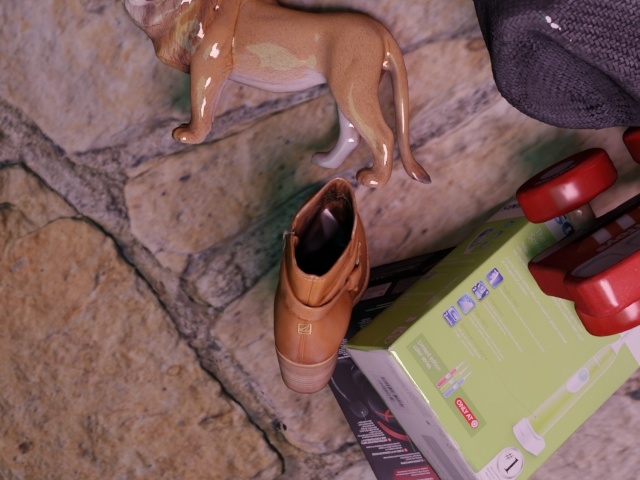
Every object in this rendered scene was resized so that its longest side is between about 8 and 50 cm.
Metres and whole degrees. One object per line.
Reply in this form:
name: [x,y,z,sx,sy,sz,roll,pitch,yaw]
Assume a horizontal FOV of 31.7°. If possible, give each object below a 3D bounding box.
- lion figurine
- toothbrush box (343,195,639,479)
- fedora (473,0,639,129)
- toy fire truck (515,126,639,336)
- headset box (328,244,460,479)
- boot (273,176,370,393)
lion figurine: [-0.043,-0.210,1.257,0.392,0.142,0.240,13,100,1]
toothbrush box: [0.203,0.106,1.205,0.206,0.283,0.122,54,161,-10]
fedora: [0.241,-0.196,1.005,0.334,0.152,0.334,10,165,3]
toy fire truck: [0.341,-0.025,1.052,0.302,0.254,0.169,-29,96,-4]
headset box: [0.136,0.173,1.386,0.218,0.110,0.293,-17,109,32]
boot: [0.000,0.000,1.226,0.109,0.283,0.220,12,142,7]
